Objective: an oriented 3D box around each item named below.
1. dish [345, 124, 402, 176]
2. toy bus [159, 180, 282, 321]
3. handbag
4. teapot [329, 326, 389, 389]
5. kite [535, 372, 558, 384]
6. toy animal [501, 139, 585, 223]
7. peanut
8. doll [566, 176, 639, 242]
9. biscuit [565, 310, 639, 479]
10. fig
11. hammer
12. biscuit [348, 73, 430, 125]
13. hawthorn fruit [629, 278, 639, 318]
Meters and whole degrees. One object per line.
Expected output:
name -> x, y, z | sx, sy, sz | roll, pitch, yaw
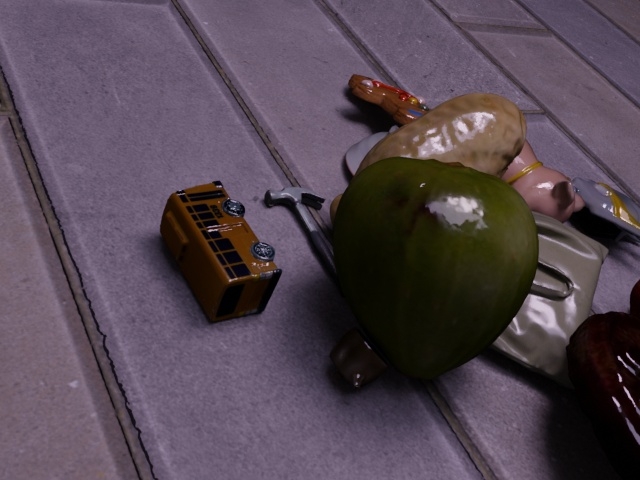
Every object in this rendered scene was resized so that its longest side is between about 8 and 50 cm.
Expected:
dish -> 0.184, -0.151, 1.461 | 0.260, 0.085, 0.260 | 17, 33, -11
toy bus -> -0.155, 0.013, 1.101 | 0.114, 0.098, 0.201 | -11, 52, -37
handbag -> 0.349, 0.069, 1.262 | 0.253, 0.109, 0.316 | 25, 56, 5
teapot -> 0.045, 0.168, 1.055 | 0.076, 0.068, 0.121 | 49, 1, -26
kite -> 0.515, 0.226, 1.274 | 0.360, 0.022, 0.204 | 26, 40, 3
toy animal -> 0.397, -0.120, 1.503 | 0.248, 0.149, 0.165 | 42, 23, 21
peanut -> 0.188, -0.115, 1.296 | 0.387, 0.192, 0.169 | -32, 20, -9
doll -> 0.568, -0.077, 1.592 | 0.316, 0.145, 0.103 | 29, 71, 15
biscuit -> 0.525, 0.269, 1.071 | 0.407, 0.091, 0.407 | 29, 33, -21
fig -> 0.156, 0.042, 1.072 | 0.316, 0.316, 0.316 | 15, 39, -13
hammer -> 0.000, 0.000, 1.256 | 0.103, 0.029, 0.246 | -7, 50, -33
biscuit -> 0.165, -0.295, 1.596 | 0.205, 0.049, 0.324 | 12, 20, -32
hawthorn fruit -> 0.639, 0.119, 1.290 | 0.215, 0.215, 0.249 | 38, 7, 16
